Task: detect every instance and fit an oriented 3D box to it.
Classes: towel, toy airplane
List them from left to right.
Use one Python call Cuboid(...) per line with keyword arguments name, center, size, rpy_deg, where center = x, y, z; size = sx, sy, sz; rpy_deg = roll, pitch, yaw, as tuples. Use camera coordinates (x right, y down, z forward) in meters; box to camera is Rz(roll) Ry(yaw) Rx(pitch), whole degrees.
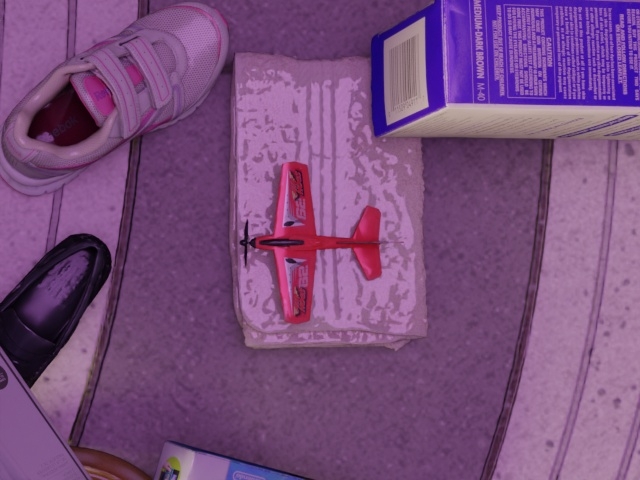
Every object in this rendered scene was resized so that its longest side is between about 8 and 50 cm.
Cuboid(name="toy airplane", center=(0.000, 0.000, 1.614), size=(0.151, 0.028, 0.151), rpy_deg=(1, 86, -10))
Cuboid(name="towel", center=(0.008, -0.037, 1.658), size=(0.187, 0.049, 0.282), rpy_deg=(1, 85, -10))

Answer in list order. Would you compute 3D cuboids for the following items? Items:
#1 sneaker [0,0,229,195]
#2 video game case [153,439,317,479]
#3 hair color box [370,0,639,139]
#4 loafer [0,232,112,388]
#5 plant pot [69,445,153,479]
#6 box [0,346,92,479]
Cuboid(name="sneaker", center=(-0.185, -0.132, 1.600), size=(0.252, 0.111, 0.103), rpy_deg=(-39, 93, -10))
Cuboid(name="video game case", center=(-0.049, 0.329, 1.565), size=(0.270, 0.061, 0.244), rpy_deg=(20, 84, -32))
Cuboid(name="hair color box", center=(0.235, -0.154, 1.608), size=(0.339, 0.185, 0.110), rpy_deg=(1, 85, -18))
Cuboid(name="loafer", center=(-0.271, 0.084, 1.589), size=(0.076, 0.078, 0.223), rpy_deg=(39, 82, -4))
Cuboid(name="plant pot", center=(-0.226, 0.291, 1.564), size=(0.236, 0.032, 0.236), rpy_deg=(5, 65, -11))
Cuboid(name="box", center=(-0.308, 0.180, 1.471), size=(0.087, 0.169, 0.290), rpy_deg=(-39, 82, 32))
